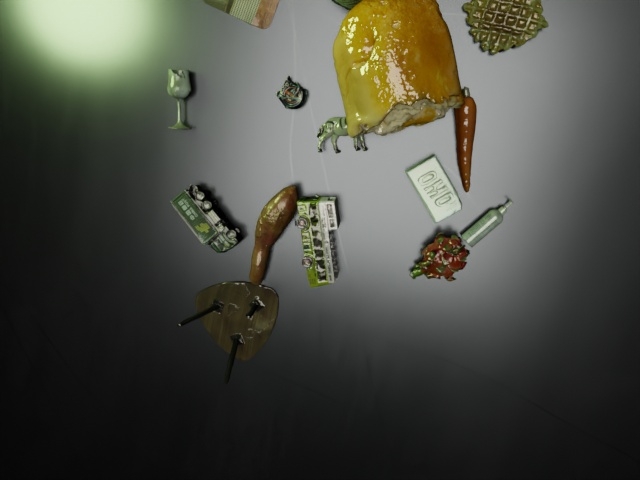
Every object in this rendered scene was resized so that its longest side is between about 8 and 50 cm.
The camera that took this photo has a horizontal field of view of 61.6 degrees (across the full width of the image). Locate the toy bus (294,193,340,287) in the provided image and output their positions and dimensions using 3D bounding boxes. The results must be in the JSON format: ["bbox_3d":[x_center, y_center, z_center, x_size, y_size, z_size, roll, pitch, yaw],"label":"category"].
[{"bbox_3d":[0.000,0.000,1.820,0.139,0.113,0.302,-5,104,9],"label":"toy bus"}]

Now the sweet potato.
[{"bbox_3d":[-0.179,-0.024,1.845,0.109,0.109,0.385,28,112,2],"label":"sweet potato"}]

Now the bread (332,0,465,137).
[{"bbox_3d":[0.224,-0.517,1.565,0.360,0.250,0.394,-14,100,-7],"label":"bread"}]

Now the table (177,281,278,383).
[{"bbox_3d":[-0.337,0.300,1.860,0.317,0.249,0.318,2,103,8],"label":"table"}]

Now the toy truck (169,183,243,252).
[{"bbox_3d":[-0.390,-0.071,1.871,0.121,0.088,0.259,-38,94,13],"label":"toy truck"}]

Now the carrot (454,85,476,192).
[{"bbox_3d":[0.460,-0.317,1.710,0.069,0.069,0.336,-1,109,9],"label":"carrot"}]

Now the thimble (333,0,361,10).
[{"bbox_3d":[0.120,-0.831,1.593,0.270,0.150,0.271,2,102,8],"label":"thimble"}]

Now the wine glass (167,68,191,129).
[{"bbox_3d":[-0.472,-0.473,1.797,0.079,0.079,0.196,4,104,7],"label":"wine glass"}]

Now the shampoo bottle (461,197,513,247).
[{"bbox_3d":[0.550,-0.060,1.750,0.195,0.056,0.056,-42,94,15],"label":"shampoo bottle"}]

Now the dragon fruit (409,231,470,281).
[{"bbox_3d":[0.391,0.074,1.775,0.137,0.135,0.236,36,126,0],"label":"dragon fruit"}]

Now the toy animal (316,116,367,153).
[{"bbox_3d":[0.090,-0.375,1.742,0.216,0.073,0.176,-4,95,14],"label":"toy animal"}]

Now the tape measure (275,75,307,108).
[{"bbox_3d":[-0.094,-0.475,1.753,0.094,0.054,0.091,42,106,4],"label":"tape measure"}]

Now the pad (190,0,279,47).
[{"bbox_3d":[-0.286,-0.729,1.724,0.249,0.055,0.323,24,87,2],"label":"pad"}]

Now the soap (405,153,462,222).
[{"bbox_3d":[0.371,-0.168,1.748,0.114,0.063,0.198,-31,97,12],"label":"soap"}]

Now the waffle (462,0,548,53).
[{"bbox_3d":[0.553,-0.676,1.613,0.214,0.054,0.208,-28,100,19],"label":"waffle"}]
